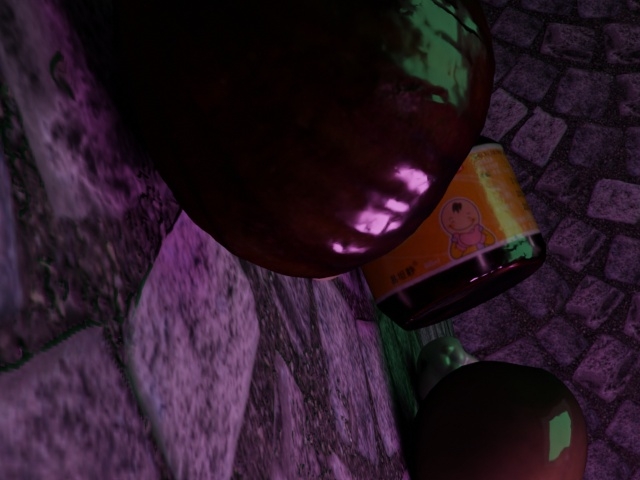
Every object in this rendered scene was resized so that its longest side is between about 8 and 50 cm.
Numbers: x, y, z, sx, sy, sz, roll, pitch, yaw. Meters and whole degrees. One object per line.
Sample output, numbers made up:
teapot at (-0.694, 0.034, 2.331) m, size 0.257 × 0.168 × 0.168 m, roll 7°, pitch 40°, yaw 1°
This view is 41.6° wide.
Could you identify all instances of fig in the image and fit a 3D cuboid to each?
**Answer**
fig at (-0.059, -0.117, 0.456) m, size 0.321 × 0.217 × 0.216 m, roll 27°, pitch 42°, yaw -37°

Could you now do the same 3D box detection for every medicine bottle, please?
medicine bottle at (0.118, -0.095, 1.130) m, size 0.395 × 0.243 × 0.242 m, roll 64°, pitch 8°, yaw 12°

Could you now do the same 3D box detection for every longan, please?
longan at (0.245, 0.308, 1.213) m, size 0.243 × 0.300 × 0.300 m, roll 36°, pitch 3°, yaw 13°

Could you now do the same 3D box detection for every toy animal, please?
toy animal at (0.274, 0.345, 1.478) m, size 0.258 × 0.194 × 0.357 m, roll 27°, pitch 41°, yaw -63°

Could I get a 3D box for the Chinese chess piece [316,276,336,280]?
Chinese chess piece at (0.000, 0.000, 0.867) m, size 0.084 × 0.034 × 0.084 m, roll -14°, pitch 90°, yaw -78°
